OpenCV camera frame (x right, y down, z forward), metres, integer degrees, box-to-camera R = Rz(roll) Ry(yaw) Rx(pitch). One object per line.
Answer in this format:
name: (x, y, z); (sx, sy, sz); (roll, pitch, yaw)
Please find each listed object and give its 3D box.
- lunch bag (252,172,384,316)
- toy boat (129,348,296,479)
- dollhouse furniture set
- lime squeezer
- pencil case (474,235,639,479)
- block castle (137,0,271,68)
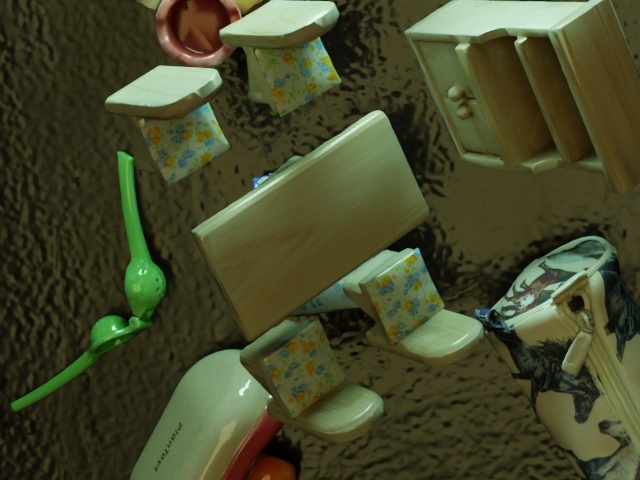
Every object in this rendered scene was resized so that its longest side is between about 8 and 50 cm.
lunch bag: (0.000, 0.000, 1.798); (0.128, 0.096, 0.151); (-7, 86, 7)
toy boat: (-0.092, 0.233, 1.831); (0.151, 0.151, 0.231); (23, 102, -28)
dollhouse furniture set: (0.079, -0.058, 1.596); (0.394, 0.256, 0.362); (-34, 112, -22)
lime squeezer: (-0.231, 0.069, 1.850); (0.110, 0.059, 0.310); (25, 101, 3)
pencil case: (0.319, 0.202, 1.740); (0.160, 0.183, 0.410); (-30, 94, 10)
block castle: (-0.158, -0.417, 1.695); (0.303, 0.213, 0.453); (-40, 92, 10)
